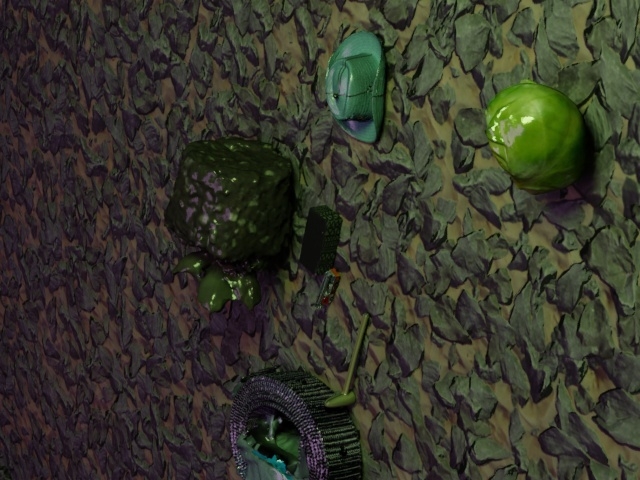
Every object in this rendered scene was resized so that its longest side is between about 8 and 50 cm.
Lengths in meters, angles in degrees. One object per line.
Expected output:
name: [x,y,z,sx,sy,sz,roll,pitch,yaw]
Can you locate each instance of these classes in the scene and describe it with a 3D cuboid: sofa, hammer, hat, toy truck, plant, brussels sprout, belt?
sofa: [0.000,0.000,2.178,0.060,0.039,0.117,40,128,42]
hammer: [0.051,0.214,2.148,0.028,0.060,0.195,38,124,45]
hat: [0.051,-0.254,2.006,0.138,0.078,0.190,12,108,52]
toy truck: [0.012,0.089,2.188,0.024,0.032,0.083,47,135,33]
plant: [-0.172,-0.025,2.271,0.215,0.213,0.312,32,126,43]
brussels sprout: [0.302,-0.146,1.635,0.122,0.151,0.149,-14,58,27]
belt: [-0.051,0.385,2.278,0.325,0.122,0.260,26,112,47]
